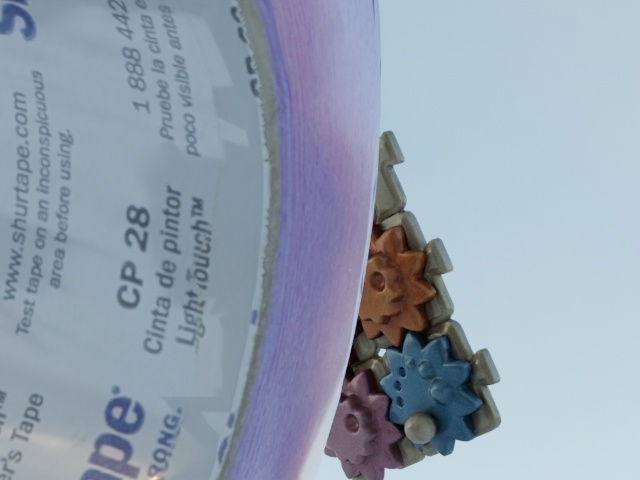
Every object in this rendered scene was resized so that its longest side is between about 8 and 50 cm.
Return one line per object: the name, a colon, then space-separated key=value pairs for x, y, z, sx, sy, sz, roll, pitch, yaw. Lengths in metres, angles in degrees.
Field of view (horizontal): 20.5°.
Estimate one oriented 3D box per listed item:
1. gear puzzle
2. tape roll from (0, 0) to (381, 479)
gear puzzle: x=0.000 y=0.000 z=1.220 sx=0.044 sy=0.339 sz=0.175 roll=-17 pitch=-9 yaw=-42
tape roll: x=-0.091 y=0.016 z=0.301 sx=0.090 sy=0.275 sz=0.275 roll=15 pitch=-17 yaw=26
